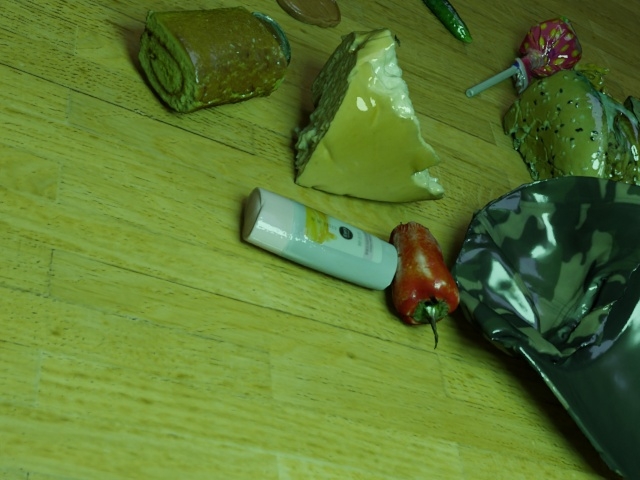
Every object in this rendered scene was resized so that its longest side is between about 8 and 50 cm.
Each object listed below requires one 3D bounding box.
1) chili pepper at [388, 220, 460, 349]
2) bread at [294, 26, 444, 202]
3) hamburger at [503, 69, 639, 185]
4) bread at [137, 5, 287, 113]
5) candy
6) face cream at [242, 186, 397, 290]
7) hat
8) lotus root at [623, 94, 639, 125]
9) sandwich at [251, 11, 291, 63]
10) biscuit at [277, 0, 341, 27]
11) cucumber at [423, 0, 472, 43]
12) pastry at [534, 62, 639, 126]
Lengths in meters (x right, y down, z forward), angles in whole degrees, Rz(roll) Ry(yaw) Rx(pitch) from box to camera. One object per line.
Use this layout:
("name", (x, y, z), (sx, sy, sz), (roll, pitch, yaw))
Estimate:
("chili pepper", (0.130, 0.065, 1.166), (0.086, 0.084, 0.192), (26, 36, -27))
("bread", (0.095, -0.177, 1.269), (0.224, 0.211, 0.183), (15, 38, -23))
("hamburger", (0.454, -0.169, 1.602), (0.168, 0.192, 0.288), (-4, 56, -31))
("bread", (-0.141, -0.236, 1.210), (0.172, 0.103, 0.132), (-21, 68, -48))
("candy", (0.385, -0.336, 1.778), (0.124, 0.124, 0.365), (49, 47, 10))
("face cream", (0.000, 0.000, 1.140), (0.198, 0.057, 0.084), (22, 43, -24))
("hat", (0.355, 0.127, 1.268), (0.366, 0.257, 0.381), (-29, 108, -25))
("lotus root", (0.661, -0.197, 1.886), (0.183, 0.078, 0.203), (34, 41, -29))
("sandwich", (-0.078, -0.302, 1.390), (0.069, 0.026, 0.101), (3, 52, -40))
("biscuit", (-0.019, -0.396, 1.537), (0.131, 0.019, 0.102), (-1, 56, -42))
("cucumber", (0.239, -0.448, 1.795), (0.039, 0.039, 0.168), (-23, 72, -49))
("pastry", (0.520, -0.234, 1.742), (0.250, 0.102, 0.154), (52, -2, 6))
